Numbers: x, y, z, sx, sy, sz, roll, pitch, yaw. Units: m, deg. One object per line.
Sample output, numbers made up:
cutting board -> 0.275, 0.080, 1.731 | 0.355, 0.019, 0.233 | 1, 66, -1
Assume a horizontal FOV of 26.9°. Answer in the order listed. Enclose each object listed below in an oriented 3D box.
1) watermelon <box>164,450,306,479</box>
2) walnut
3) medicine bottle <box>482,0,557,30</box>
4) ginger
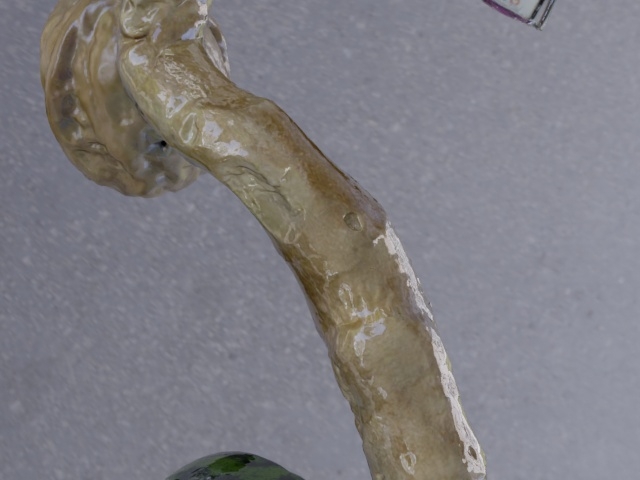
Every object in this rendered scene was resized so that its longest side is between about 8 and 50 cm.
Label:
watermelon -> -0.027, 0.210, 0.855 | 0.063, 0.245, 0.119 | -29, 140, -37
walnut -> -0.179, -0.151, 1.323 | 0.198, 0.198, 0.245 | -29, 134, -20
medicine bottle -> 0.044, -0.192, 0.755 | 0.171, 0.201, 0.052 | 28, 102, -13
ginger -> 0.000, 0.000, 0.510 | 0.075, 0.089, 0.288 | -27, 91, 12
